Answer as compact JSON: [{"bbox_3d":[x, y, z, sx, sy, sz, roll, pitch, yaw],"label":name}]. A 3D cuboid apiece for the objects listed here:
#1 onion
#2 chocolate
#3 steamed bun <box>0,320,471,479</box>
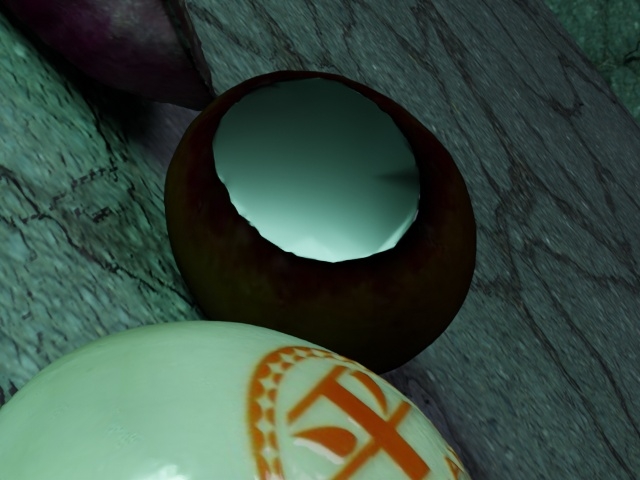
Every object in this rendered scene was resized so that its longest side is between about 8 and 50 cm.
[{"bbox_3d":[-0.142,-0.171,1.007,0.250,0.111,0.247,-114,-177,-63],"label":"onion"},{"bbox_3d":[0.000,0.000,0.963,0.177,0.176,0.177,45,19,-21],"label":"chocolate"},{"bbox_3d":[-0.013,0.123,0.678,0.232,0.145,0.232,46,19,-20],"label":"steamed bun"}]
